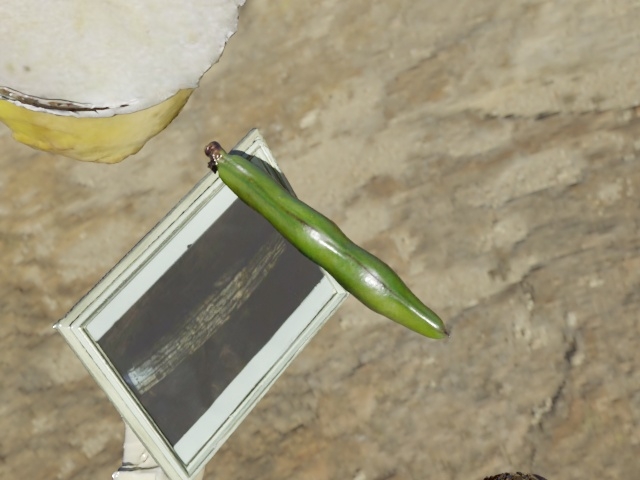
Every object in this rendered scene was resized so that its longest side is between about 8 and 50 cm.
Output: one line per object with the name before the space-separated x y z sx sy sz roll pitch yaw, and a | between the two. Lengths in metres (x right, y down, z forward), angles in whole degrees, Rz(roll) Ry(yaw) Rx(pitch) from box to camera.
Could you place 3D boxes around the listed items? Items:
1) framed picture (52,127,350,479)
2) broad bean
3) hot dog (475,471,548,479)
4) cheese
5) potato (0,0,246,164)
framed picture | -0.097 0.067 1.210 0.018 0.231 0.293 8 47 47
broad bean | 0.000 0.000 1.143 0.297 0.060 0.043 39 84 8
hot dog | 0.119 0.263 0.854 0.160 0.099 0.227 -29 41 33
cheese | -0.188 0.278 1.628 0.070 0.249 0.163 -12 75 19
potato | -0.225 -0.194 0.997 0.290 0.296 0.397 -31 74 -27
